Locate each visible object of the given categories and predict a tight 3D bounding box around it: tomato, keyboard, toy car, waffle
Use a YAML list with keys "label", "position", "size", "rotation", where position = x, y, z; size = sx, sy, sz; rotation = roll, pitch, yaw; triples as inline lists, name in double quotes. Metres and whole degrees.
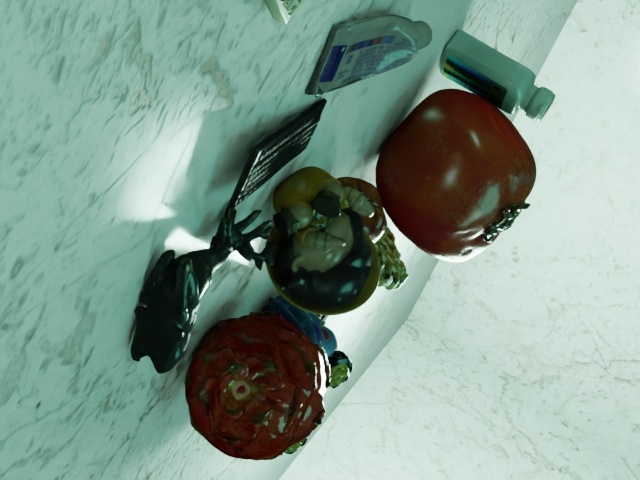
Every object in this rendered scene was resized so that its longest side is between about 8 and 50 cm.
- label: "tomato"
  position: [0.266, -0.130, 1.949]
  size: [0.325, 0.290, 0.293]
  rotation: [-14, 146, -55]
- label: "keyboard"
  position: [-0.073, -0.105, 1.278]
  size: [0.381, 0.041, 0.103]
  rotation: [-36, 156, -60]
- label: "toy car"
  position: [-0.091, 0.253, 1.835]
  size: [0.166, 0.198, 0.314]
  rotation: [15, 114, -43]
- label: "waffle"
  position: [0.108, 0.005, 1.980]
  size: [0.054, 0.204, 0.223]
  rotation: [-26, 171, 17]

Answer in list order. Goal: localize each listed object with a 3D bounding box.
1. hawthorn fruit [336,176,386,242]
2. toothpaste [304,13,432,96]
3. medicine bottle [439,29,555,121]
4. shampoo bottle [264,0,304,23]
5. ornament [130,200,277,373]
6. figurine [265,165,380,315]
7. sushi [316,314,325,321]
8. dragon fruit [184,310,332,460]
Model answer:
- label: "hawthorn fruit"
  position: [0.046, -0.037, 1.726]
  size: [0.133, 0.133, 0.138]
  rotation: [-47, 179, -41]
- label: "toothpaste"
  position: [0.077, -0.274, 1.425]
  size: [0.282, 0.069, 0.099]
  rotation: [-26, 118, -50]
- label: "medicine bottle"
  position: [0.350, -0.317, 1.969]
  size: [0.083, 0.229, 0.121]
  rotation: [-53, 167, -15]
- label: "shampoo bottle"
  position: [-0.045, -0.264, 1.003]
  size: [0.049, 0.034, 0.141]
  rotation: [-50, 168, 0]
- label: "ornament"
  position: [-0.142, 0.052, 1.317]
  size: [0.236, 0.080, 0.202]
  rotation: [-42, 158, -51]
- label: "figurine"
  position: [-0.003, -0.002, 1.552]
  size: [0.192, 0.167, 0.256]
  rotation: [-37, 138, -24]
- label: "sushi"
  position: [-0.020, 0.140, 2.061]
  size: [0.339, 0.069, 0.320]
  rotation: [-55, 174, 19]
- label: "dragon fruit"
  position: [-0.103, 0.231, 1.596]
  size: [0.252, 0.241, 0.241]
  rotation: [-92, -154, -60]
